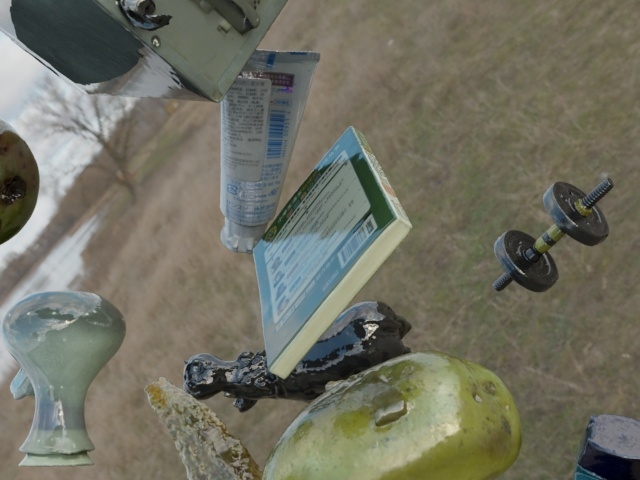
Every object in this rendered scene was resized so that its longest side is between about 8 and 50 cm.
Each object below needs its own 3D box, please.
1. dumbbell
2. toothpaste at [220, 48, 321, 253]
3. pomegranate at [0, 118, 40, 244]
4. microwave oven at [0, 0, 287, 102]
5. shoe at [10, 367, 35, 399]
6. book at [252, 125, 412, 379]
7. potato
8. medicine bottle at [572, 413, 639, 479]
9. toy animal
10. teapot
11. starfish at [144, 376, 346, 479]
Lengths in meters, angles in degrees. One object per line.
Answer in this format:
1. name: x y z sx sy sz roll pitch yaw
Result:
1. dumbbell: 0.444 -0.005 1.615 0.325 0.143 0.143 -51 10 36
2. toothpaste: -0.079 -0.109 1.034 0.073 0.114 0.299 -102 18 -44
3. pomegranate: -0.458 -0.067 1.053 0.210 0.179 0.179 -15 33 38
4. microwave oven: -0.235 -0.330 0.640 0.374 0.432 0.236 18 73 53
5. shoe: -0.531 0.262 1.662 0.251 0.100 0.103 -41 0 39
6. book: 0.000 0.000 0.901 0.202 0.027 0.264 -52 22 16
7. potato: 0.061 0.193 0.773 0.228 0.148 0.197 -38 -10 29
8. medicine bottle: 0.298 0.322 0.887 0.124 0.079 0.258 79 -152 -59
9. toy animal: -0.027 0.192 1.265 0.343 0.168 0.106 -19 56 10
10. teapot: -0.382 0.204 1.234 0.183 0.183 0.251 -24 63 61
11. starfish: -0.127 0.319 1.110 0.082 0.432 0.324 90 177 -58
